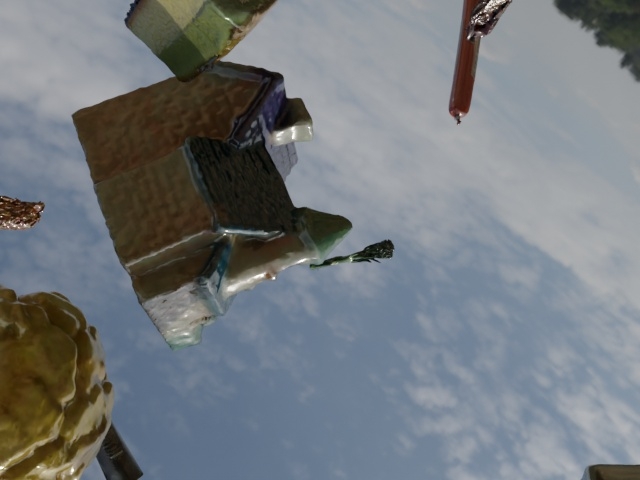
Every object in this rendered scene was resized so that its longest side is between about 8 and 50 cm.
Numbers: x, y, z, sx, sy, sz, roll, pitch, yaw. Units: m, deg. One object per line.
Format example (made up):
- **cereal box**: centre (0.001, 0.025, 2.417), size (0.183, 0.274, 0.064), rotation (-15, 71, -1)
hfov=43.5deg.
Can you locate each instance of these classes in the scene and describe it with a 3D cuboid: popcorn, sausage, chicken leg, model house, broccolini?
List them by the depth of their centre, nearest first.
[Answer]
- **chicken leg**: centre (0.138, -0.187, 0.616), size (0.021, 0.083, 0.036), rotation (44, -146, 15)
- **model house**: centre (-0.123, -0.058, 1.024), size (0.245, 0.280, 0.312), rotation (80, 166, -59)
- **popcorn**: centre (-0.457, 0.234, 1.037), size (0.354, 0.390, 0.344), rotation (13, -158, -5)
- **sausage**: centre (0.209, -0.275, 1.137), size (0.034, 0.034, 0.253), rotation (25, -114, -31)
- **broccolini**: centre (0.047, 0.022, 1.205), size (0.030, 0.140, 0.035), rotation (60, -147, -30)

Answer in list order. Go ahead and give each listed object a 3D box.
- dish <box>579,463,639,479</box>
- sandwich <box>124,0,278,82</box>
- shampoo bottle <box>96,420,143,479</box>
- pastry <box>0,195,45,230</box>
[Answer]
- **dish**: centre (0.254, 0.197, 0.526), size (0.151, 0.212, 0.077), rotation (-11, -82, -73)
- **sandwich**: centre (-0.096, -0.280, 0.847), size (0.108, 0.186, 0.220), rotation (44, 163, -18)
- **shampoo bottle**: centre (-0.395, 0.443, 1.570), size (0.208, 0.057, 0.063), rotation (61, -176, 2)
- **pastry**: centre (-0.626, -0.049, 1.587), size (0.169, 0.087, 0.063), rotation (7, -108, -51)
